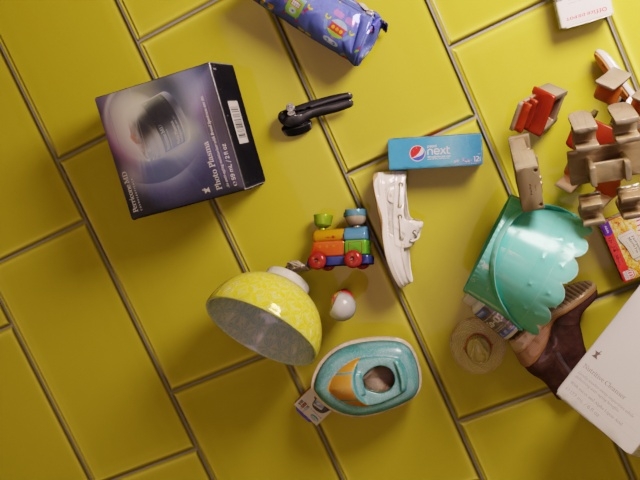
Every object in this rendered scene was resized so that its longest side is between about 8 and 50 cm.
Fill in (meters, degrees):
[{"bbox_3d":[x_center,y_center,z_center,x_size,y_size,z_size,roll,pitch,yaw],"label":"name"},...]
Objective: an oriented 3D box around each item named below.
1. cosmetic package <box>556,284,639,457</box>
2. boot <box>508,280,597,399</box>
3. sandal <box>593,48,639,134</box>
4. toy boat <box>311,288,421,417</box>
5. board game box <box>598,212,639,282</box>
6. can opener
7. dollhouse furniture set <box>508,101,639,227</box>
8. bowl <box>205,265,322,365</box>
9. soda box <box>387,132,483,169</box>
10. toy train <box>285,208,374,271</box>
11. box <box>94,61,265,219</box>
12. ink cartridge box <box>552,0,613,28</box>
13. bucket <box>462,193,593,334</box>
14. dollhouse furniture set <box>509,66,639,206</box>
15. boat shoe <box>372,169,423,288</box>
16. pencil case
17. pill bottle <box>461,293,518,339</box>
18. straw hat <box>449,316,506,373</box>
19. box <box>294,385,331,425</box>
[{"bbox_3d":[0.723,0.251,1.600,0.217,0.156,0.385,41,104,43],"label":"cosmetic package"},{"bbox_3d":[0.582,0.231,1.735,0.248,0.090,0.207,-42,103,13],"label":"boot"},{"bbox_3d":[0.647,-0.285,1.608,0.076,0.102,0.265,-36,84,16],"label":"sandal"},{"bbox_3d":[0.087,0.269,1.776,0.267,0.148,0.318,-17,95,5],"label":"toy boat"},{"bbox_3d":[0.737,-0.012,1.664,0.193,0.045,0.147,-25,95,14],"label":"board game box"},{"bbox_3d":[-0.012,-0.306,1.750,0.186,0.073,0.059,-21,57,10],"label":"can opener"},{"bbox_3d":[0.515,-0.156,1.509,0.242,0.161,0.212,-10,117,13],"label":"dollhouse furniture set"},{"bbox_3d":[-0.109,0.157,1.780,0.289,0.289,0.156,26,61,5],"label":"bowl"},{"bbox_3d":[0.261,-0.203,1.704,0.210,0.067,0.071,-2,100,11],"label":"soda box"},{"bbox_3d":[0.000,0.000,1.785,0.248,0.105,0.143,-3,85,17],"label":"toy train"},{"bbox_3d":[-0.323,-0.230,1.751,0.294,0.183,0.296,-14,97,14],"label":"box"},{"bbox_3d":[0.547,-0.535,1.590,0.109,0.063,0.150,-14,98,12],"label":"ink cartridge box"},{"bbox_3d":[0.442,0.044,1.621,0.183,0.281,0.281,26,104,9],"label":"bucket"},{"bbox_3d":[0.545,-0.224,1.565,0.259,0.135,0.262,33,134,26],"label":"dollhouse furniture set"},{"bbox_3d":[0.191,-0.028,1.735,0.096,0.098,0.277,-10,97,13],"label":"boat shoe"},{"bbox_3d":[-0.004,-0.515,1.665,0.306,0.119,0.133,33,134,3],"label":"pencil case"},{"bbox_3d":[0.401,0.158,1.740,0.137,0.078,0.078,40,105,4],"label":"pill bottle"},{"bbox_3d":[0.375,0.258,1.774,0.144,0.061,0.144,2,101,11],"label":"straw hat"},{"bbox_3d":[-0.003,0.403,1.889,0.081,0.028,0.136,43,103,0],"label":"box"}]
